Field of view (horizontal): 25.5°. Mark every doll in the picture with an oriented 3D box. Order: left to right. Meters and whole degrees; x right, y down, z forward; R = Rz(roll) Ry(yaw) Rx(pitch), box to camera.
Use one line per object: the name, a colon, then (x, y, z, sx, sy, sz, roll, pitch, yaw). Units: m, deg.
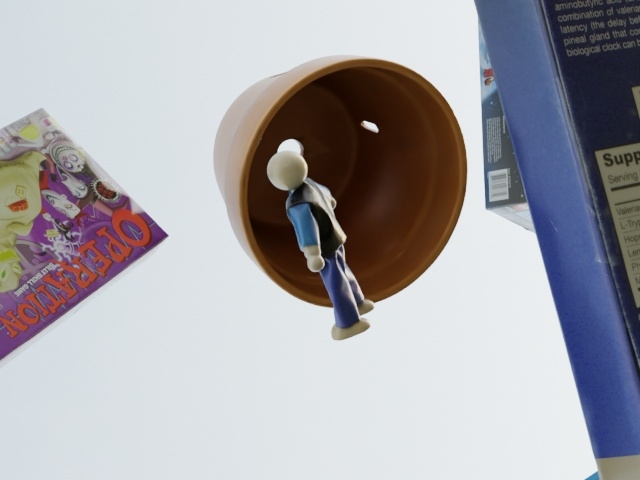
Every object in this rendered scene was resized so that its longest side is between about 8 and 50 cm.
doll: (0.000, 0.000, 1.337, 0.046, 0.129, 0.189, -16, -68, 16)

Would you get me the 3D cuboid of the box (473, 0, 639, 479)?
box: (0.123, -0.043, 0.458, 0.136, 0.036, 0.225, -11, -95, -30)

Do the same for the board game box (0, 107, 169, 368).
board game box: (-0.326, 0.002, 1.444, 0.208, 0.056, 0.347, 48, -143, 0)

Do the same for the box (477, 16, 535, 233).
box: (0.193, -0.124, 1.238, 0.159, 0.044, 0.233, 20, -114, -55)

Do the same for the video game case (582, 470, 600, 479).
video game case: (0.285, 0.200, 1.123, 0.166, 0.015, 0.119, 15, -41, -28)

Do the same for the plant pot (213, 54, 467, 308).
plant pot: (0.001, -0.085, 1.682, 0.290, 0.203, 0.291, -7, -73, -24)
